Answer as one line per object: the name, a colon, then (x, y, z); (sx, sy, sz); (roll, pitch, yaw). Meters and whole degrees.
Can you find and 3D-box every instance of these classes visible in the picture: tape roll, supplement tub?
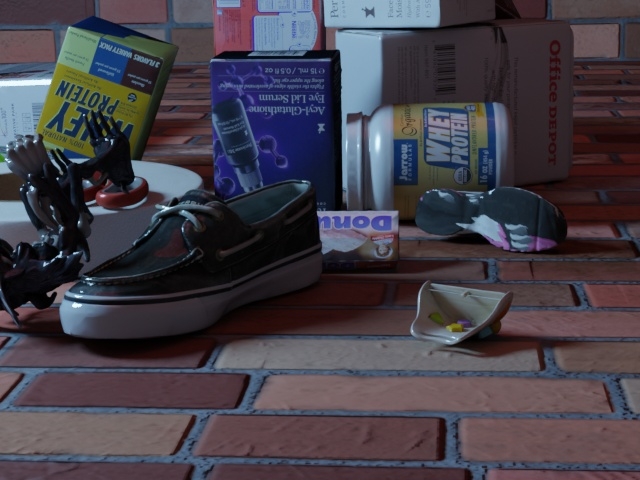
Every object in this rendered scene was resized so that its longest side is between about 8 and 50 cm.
tape roll: (-0.327, -0.031, 1.677); (0.392, 0.072, 0.392); (-1, 12, 0)
supplement tub: (0.132, -0.096, 1.753); (0.200, 0.144, 0.144); (-1, 13, 2)

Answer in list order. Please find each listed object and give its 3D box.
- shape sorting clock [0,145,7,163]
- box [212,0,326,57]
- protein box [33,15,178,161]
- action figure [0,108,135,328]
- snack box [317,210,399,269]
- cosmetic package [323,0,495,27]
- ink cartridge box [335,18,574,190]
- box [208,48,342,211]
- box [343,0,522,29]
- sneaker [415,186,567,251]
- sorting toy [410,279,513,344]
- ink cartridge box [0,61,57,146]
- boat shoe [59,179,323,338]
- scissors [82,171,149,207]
shape sorting clock: (-0.431, -0.099, 2.044); (0.206, 0.040, 0.206); (10, 13, -2)
box: (-0.066, -0.234, 2.027); (0.154, 0.300, 0.142); (-1, 13, 4)
protein box: (-0.301, -0.190, 1.999); (0.136, 0.201, 0.200); (19, 12, -4)
action figure: (-0.280, -0.020, 1.364); (0.164, 0.141, 0.275); (-31, 18, 27)
snack box: (-0.005, 0.000, 1.536); (0.178, 0.064, 0.022); (0, -32, 3)
cosmetic package: (0.116, -0.360, 1.894); (0.184, 0.151, 0.151); (5, 14, 35)
ink cartridge box: (0.183, -0.184, 1.959); (0.307, 0.223, 0.129); (-8, 14, -27)
box: (-0.051, -0.129, 1.775); (0.153, 0.207, 0.108); (-1, 13, 6)
box: (0.148, -0.344, 2.090); (0.203, 0.168, 0.167); (-34, -28, 24)
sneaker: (0.203, -0.030, 1.641); (0.178, 0.072, 0.077); (14, 8, 32)
sorting toy: (0.117, 0.071, 1.263); (0.083, 0.045, 0.075); (7, 22, 30)
ink cartridge box: (-0.490, -0.220, 2.383); (0.272, 0.130, 0.309); (0, 13, 11)
boat shoe: (-0.121, 0.009, 1.370); (0.121, 0.119, 0.335); (8, 16, 34)
scissors: (-0.235, -0.074, 1.663); (0.109, 0.021, 0.297); (-2, 12, 5)
